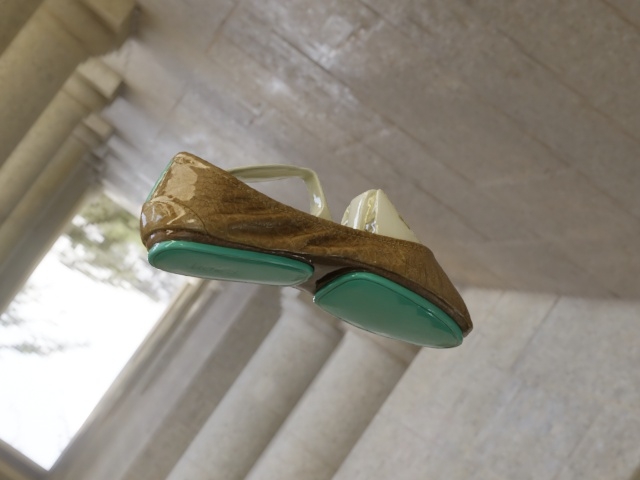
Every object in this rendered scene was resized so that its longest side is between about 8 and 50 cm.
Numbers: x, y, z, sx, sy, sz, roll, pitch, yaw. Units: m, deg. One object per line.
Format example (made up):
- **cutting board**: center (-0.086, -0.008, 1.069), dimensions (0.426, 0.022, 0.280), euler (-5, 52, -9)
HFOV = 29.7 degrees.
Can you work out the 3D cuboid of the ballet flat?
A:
- **ballet flat**: center (0.000, 0.000, 1.088), dimensions (0.342, 0.124, 0.116), euler (17, 154, -25)
